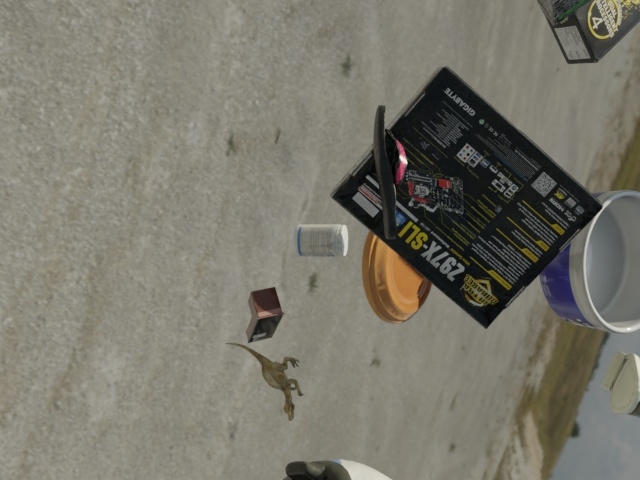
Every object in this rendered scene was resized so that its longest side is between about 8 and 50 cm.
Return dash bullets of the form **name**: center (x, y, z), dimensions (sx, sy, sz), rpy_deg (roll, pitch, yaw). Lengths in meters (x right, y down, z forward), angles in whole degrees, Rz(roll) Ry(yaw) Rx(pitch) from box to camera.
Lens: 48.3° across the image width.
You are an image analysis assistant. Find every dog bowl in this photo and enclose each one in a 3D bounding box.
- **dog bowl**: center (0.540, 0.038, 1.349), dimensions (0.265, 0.104, 0.264), rpy_deg (-1, 92, -31)

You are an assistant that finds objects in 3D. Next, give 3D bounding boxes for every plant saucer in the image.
- **plant saucer**: center (0.143, 0.045, 1.237), dimensions (0.200, 0.037, 0.199), rpy_deg (2, 88, -51)

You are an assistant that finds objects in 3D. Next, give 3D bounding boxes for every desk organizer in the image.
- **desk organizer**: center (-0.101, 0.129, 1.225), dimensions (0.047, 0.050, 0.130), rpy_deg (-11, 157, -18)

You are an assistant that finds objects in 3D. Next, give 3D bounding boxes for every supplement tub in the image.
- **supplement tub**: center (0.000, 0.000, 1.518), dimensions (0.071, 0.107, 0.070), rpy_deg (1, 90, -75)

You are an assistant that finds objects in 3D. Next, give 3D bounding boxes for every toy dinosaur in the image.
- **toy dinosaur**: center (-0.083, 0.234, 1.288), dimensions (0.053, 0.183, 0.093), rpy_deg (-48, 161, 21)

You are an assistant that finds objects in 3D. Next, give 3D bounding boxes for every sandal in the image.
- **sandal**: center (0.097, -0.091, 0.952), dimensions (0.067, 0.040, 0.179), rpy_deg (11, 72, -89)

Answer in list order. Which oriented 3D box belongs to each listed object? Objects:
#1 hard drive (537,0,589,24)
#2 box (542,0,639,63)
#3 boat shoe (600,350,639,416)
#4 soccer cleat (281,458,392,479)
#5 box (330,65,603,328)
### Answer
- **hard drive**: center (0.439, -0.442, 1.084), dimensions (0.237, 0.064, 0.339), rpy_deg (-34, 177, 21)
- **box**: center (0.561, -0.618, 1.472), dimensions (0.318, 0.097, 0.394), rpy_deg (-43, 115, -14)
- **boat shoe**: center (0.590, 0.271, 1.319), dimensions (0.109, 0.091, 0.305), rpy_deg (-67, 165, 5)
- **soccer cleat**: center (-0.045, 0.273, 0.562), dimensions (0.331, 0.143, 0.116), rpy_deg (-37, -143, 35)
- **box**: center (0.218, -0.064, 1.085), dimensions (0.257, 0.322, 0.079), rpy_deg (-49, -175, 12)
